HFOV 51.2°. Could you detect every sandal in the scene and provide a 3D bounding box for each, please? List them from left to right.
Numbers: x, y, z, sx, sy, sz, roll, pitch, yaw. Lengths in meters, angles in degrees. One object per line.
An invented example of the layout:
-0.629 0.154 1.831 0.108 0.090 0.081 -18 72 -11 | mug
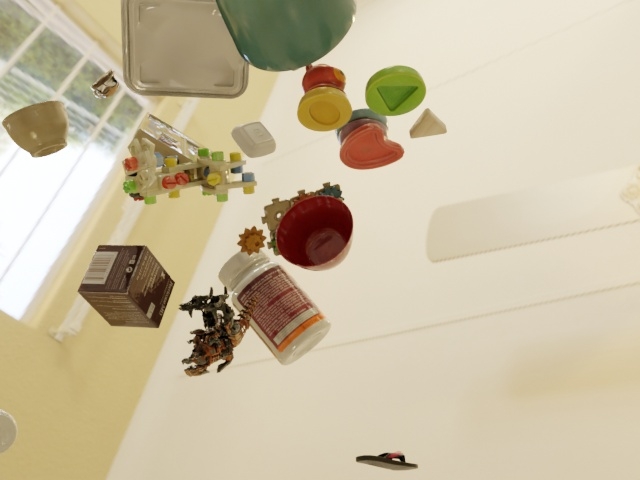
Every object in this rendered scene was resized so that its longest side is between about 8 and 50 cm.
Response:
-0.655 -0.467 2.052 0.090 0.060 0.219 -48 -167 -15 | sandal
0.163 0.518 1.589 0.067 0.179 0.040 -35 -137 46 | sandal

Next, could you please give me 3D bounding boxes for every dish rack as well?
-0.346 -0.507 1.737 0.072 0.333 0.285 -116 -151 -64 | dish rack

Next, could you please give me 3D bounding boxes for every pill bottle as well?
-0.869 0.505 1.761 0.221 0.121 0.121 -20 -143 58 | pill bottle
-0.165 0.216 2.317 0.224 0.224 0.392 -43 -106 5 | pill bottle

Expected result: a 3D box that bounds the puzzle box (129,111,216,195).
-0.388 -0.248 1.876 0.052 0.272 0.409 -56 -161 8 | puzzle box

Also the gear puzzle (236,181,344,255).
-0.077 -0.045 1.896 0.339 0.175 0.044 -18 -155 -17 | gear puzzle

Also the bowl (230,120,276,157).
-0.233 -0.368 2.381 0.142 0.142 0.053 -23 159 -41 | bowl

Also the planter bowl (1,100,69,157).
-0.728 -0.282 1.748 0.162 0.109 0.162 -24 -177 1 | planter bowl

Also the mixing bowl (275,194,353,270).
0.000 0.000 1.500 0.182 0.098 0.181 -9 -122 15 | mixing bowl

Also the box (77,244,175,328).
-0.558 0.134 1.943 0.167 0.203 0.168 0 -126 18 | box

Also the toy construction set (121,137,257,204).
-0.330 -0.151 1.562 0.215 0.328 0.151 13 -82 41 | toy construction set

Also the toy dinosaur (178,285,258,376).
-0.304 0.261 1.990 0.165 0.218 0.322 -17 -160 24 | toy dinosaur

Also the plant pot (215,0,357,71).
-0.095 -0.543 1.401 0.293 0.235 0.292 -8 -116 17 | plant pot

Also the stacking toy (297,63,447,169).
0.118 -0.313 1.528 0.280 0.309 0.130 -19 -124 22 | stacking toy
